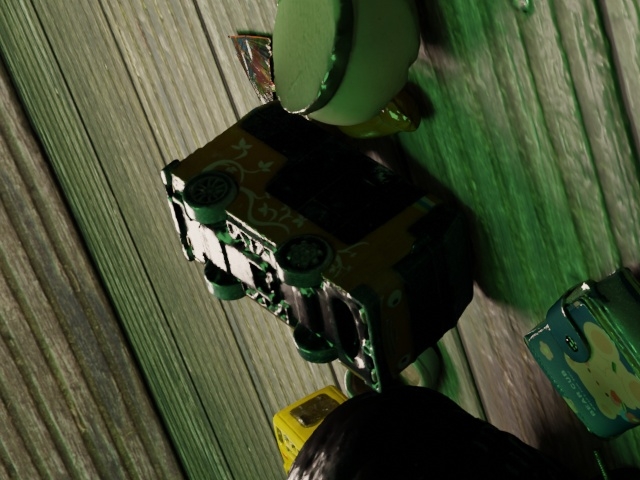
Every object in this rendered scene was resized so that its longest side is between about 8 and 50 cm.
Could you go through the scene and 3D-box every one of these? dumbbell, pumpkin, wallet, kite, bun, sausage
[{"bbox_3d":[0.297,0.269,1.654,0.147,0.069,0.069,67,163,-15],"label":"dumbbell"},{"bbox_3d":[0.133,0.313,1.784,0.363,0.266,0.363,26,175,2],"label":"pumpkin"},{"bbox_3d":[0.262,0.104,1.511,0.141,0.059,0.202,53,165,7],"label":"wallet"},{"bbox_3d":[-0.070,-0.208,2.097,0.159,0.010,0.190,51,163,27],"label":"kite"},{"bbox_3d":[0.034,-0.194,1.599,0.173,0.120,0.172,-8,81,63],"label":"bun"},{"bbox_3d":[0.058,-0.137,1.747,0.062,0.054,0.183,32,169,-17],"label":"sausage"}]

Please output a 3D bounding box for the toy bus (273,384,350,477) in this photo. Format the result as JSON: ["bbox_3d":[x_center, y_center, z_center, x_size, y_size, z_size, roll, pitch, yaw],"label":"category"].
[{"bbox_3d":[0.058,0.338,2.370,0.330,0.144,0.152,38,151,58],"label":"toy bus"}]

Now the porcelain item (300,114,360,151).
[{"bbox_3d":[-0.021,-0.117,2.014,0.084,0.054,0.213,67,162,-10],"label":"porcelain item"}]

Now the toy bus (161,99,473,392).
[{"bbox_3d":[0.000,0.000,1.812,0.323,0.194,0.162,33,149,35],"label":"toy bus"}]

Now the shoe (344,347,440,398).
[{"bbox_3d":[0.082,0.184,2.122,0.103,0.100,0.251,56,160,16],"label":"shoe"}]
